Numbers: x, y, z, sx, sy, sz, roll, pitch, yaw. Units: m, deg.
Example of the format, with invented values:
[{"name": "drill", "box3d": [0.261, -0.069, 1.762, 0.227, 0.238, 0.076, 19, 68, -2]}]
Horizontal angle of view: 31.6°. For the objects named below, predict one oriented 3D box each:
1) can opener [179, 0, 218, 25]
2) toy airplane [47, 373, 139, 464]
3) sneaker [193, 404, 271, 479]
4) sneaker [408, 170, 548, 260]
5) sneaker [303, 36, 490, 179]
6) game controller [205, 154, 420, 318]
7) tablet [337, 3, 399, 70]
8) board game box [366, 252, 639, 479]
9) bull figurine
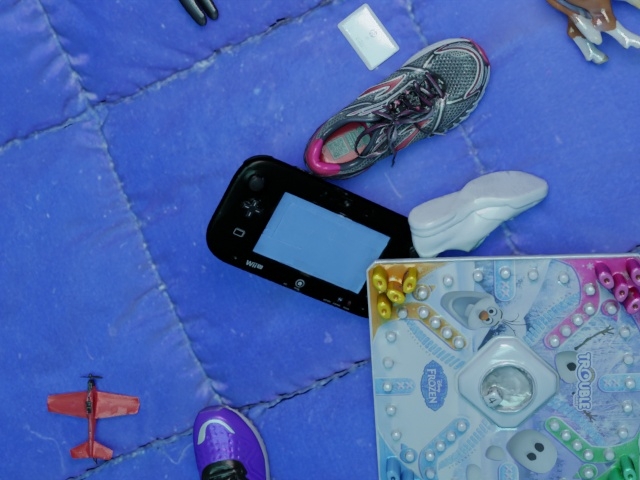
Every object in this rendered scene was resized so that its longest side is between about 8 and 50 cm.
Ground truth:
[{"name": "can opener", "box3d": [-0.213, -0.394, 1.645, 0.186, 0.073, 0.059, 48, 62, -4]}, {"name": "toy airplane", "box3d": [-0.359, 0.281, 1.762, 0.151, 0.028, 0.151, 1, 98, 6]}, {"name": "sneaker", "box3d": [-0.127, 0.395, 1.687, 0.102, 0.146, 0.293, -14, 96, 9]}, {"name": "sneaker", "box3d": [0.228, -0.030, 1.618, 0.212, 0.080, 0.094, -19, 123, -10]}, {"name": "sneaker", "box3d": [0.111, -0.174, 1.597, 0.299, 0.112, 0.121, -36, 92, 10]}, {"name": "game controller", "box3d": [0.000, 0.000, 1.606, 0.319, 0.067, 0.166, 23, 99, -21]}, {"name": "tablet", "box3d": [0.070, -0.295, 1.639, 0.054, 0.006, 0.083, -36, 92, 10]}, {"name": "board game box", "box3d": [0.269, 0.212, 1.621, 0.390, 0.050, 0.389, -2, 109, 8]}, {"name": "bull figurine", "box3d": [0.453, -0.375, 1.530, 0.310, 0.101, 0.188, -24, 96, 10]}]
